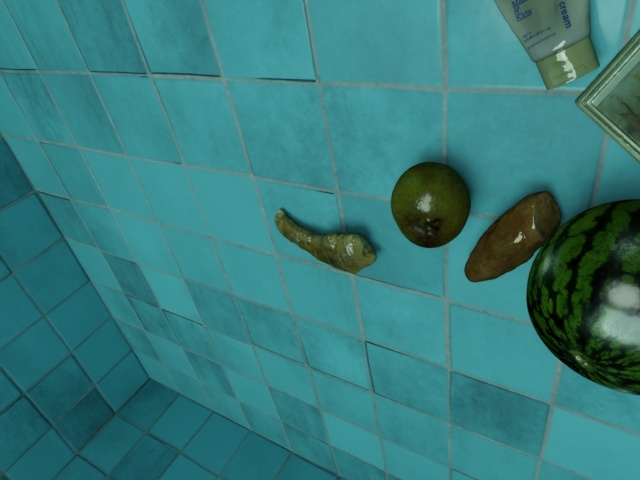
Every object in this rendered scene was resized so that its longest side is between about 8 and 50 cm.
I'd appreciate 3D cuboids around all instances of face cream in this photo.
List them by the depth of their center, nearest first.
[{"bbox_3d":[0.294,-0.320,0.639,0.114,0.070,0.224,-17,105,46],"label":"face cream"}]

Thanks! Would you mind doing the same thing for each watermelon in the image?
[{"bbox_3d":[0.453,0.079,0.697,0.284,0.285,0.285,22,137,22],"label":"watermelon"}]

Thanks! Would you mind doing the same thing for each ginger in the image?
[{"bbox_3d":[0.000,0.000,1.151,0.294,0.086,0.131,23,160,28],"label":"ginger"}]

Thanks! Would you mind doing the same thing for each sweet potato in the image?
[{"bbox_3d":[0.338,0.009,0.869,0.097,0.097,0.252,36,139,6],"label":"sweet potato"}]

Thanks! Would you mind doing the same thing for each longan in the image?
[{"bbox_3d":[0.198,-0.058,0.865,0.145,0.176,0.154,-32,118,34],"label":"longan"}]

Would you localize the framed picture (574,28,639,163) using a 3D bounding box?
[{"bbox_3d":[0.469,-0.200,0.569,0.217,0.017,0.274,55,145,23],"label":"framed picture"}]
